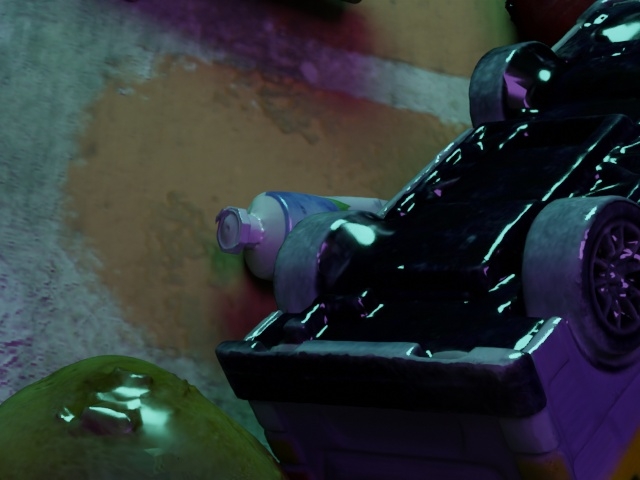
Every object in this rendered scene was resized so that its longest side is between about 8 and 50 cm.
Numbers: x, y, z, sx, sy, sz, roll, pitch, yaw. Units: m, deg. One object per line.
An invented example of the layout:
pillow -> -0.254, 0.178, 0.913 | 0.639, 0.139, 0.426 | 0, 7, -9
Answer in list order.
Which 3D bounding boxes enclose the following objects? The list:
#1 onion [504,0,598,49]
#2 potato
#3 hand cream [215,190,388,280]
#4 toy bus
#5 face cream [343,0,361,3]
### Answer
onion -> 0.249, -0.203, 1.214 | 0.248, 0.161, 0.248 | 2, 45, -2
potato -> -0.073, 0.196, 0.772 | 0.210, 0.173, 0.307 | -14, 67, -22
hand cream -> 0.000, 0.000, 1.022 | 0.142, 0.053, 0.084 | 7, 55, -34
toy bus -> 0.177, 0.025, 0.949 | 0.440, 0.209, 0.249 | -43, 118, -39
face cream -> -0.123, -0.250, 1.115 | 0.341, 0.084, 0.137 | 16, 51, -5
